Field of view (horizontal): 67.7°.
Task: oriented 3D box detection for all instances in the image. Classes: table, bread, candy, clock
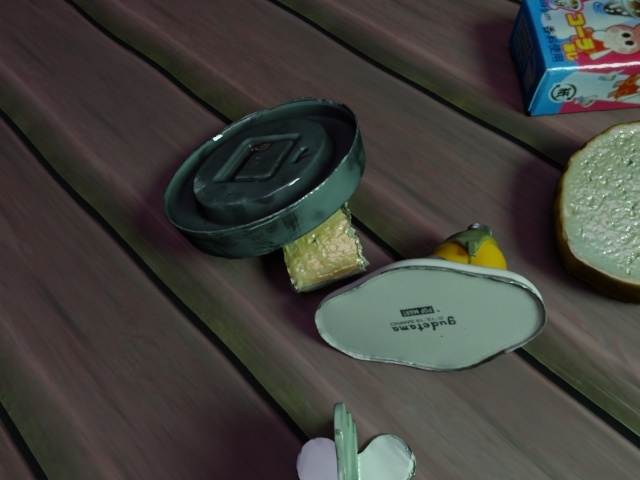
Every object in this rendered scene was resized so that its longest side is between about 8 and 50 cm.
[{"bbox_3d":[0.027,0.243,0.434,0.166,0.198,0.167,-3,63,7],"label":"table"},{"bbox_3d":[0.000,0.001,0.626,0.106,0.082,0.125,-22,73,11],"label":"bread"},{"bbox_3d":[0.452,-0.282,0.691,0.305,0.100,0.157,-3,63,5],"label":"candy"},{"bbox_3d":[0.396,-0.034,0.571,0.235,0.070,0.236,-6,69,14],"label":"bread"},{"bbox_3d":[-0.073,-0.091,0.633,0.280,0.055,0.281,-15,40,13],"label":"clock"}]

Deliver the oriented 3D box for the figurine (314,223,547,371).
[{"bbox_3d":[0.124,0.048,0.567,0.249,0.167,0.141,-3,40,20],"label":"figurine"}]
